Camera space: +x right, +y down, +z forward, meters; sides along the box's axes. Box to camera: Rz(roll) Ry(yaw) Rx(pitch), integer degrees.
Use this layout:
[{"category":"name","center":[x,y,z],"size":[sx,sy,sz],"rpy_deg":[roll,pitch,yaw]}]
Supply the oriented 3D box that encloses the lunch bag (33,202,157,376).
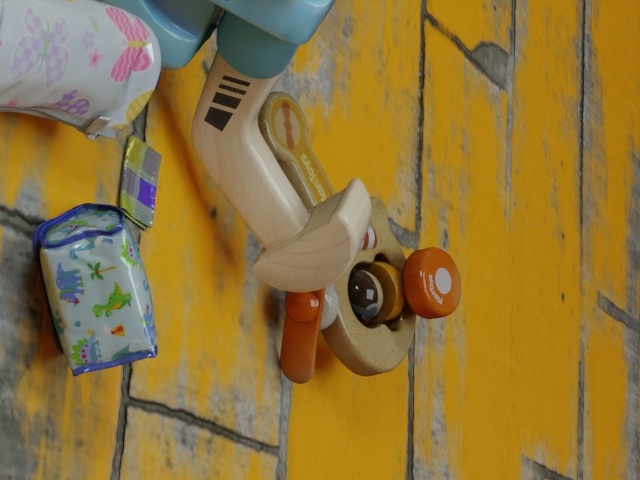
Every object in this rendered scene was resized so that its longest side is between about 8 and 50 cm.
[{"category":"lunch bag","center":[-0.202,0.039,1.623],"size":[0.151,0.096,0.129],"rpy_deg":[-111,-170,-78]}]

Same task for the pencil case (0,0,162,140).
[{"category":"pencil case","center":[-0.250,-0.158,1.539],"size":[0.273,0.113,0.124],"rpy_deg":[6,100,-63]}]

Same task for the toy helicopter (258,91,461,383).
[{"category":"toy helicopter","center":[0.000,0.000,2.037],"size":[0.235,0.140,0.355],"rpy_deg":[-48,117,-45]}]

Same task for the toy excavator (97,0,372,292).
[{"category":"toy excavator","center":[-0.082,-0.209,1.773],"size":[0.445,0.433,0.222],"rpy_deg":[-59,-178,36]}]

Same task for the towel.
[{"category":"towel","center":[-0.178,-0.058,1.779],"size":[0.060,0.009,0.083],"rpy_deg":[43,48,-54]}]
